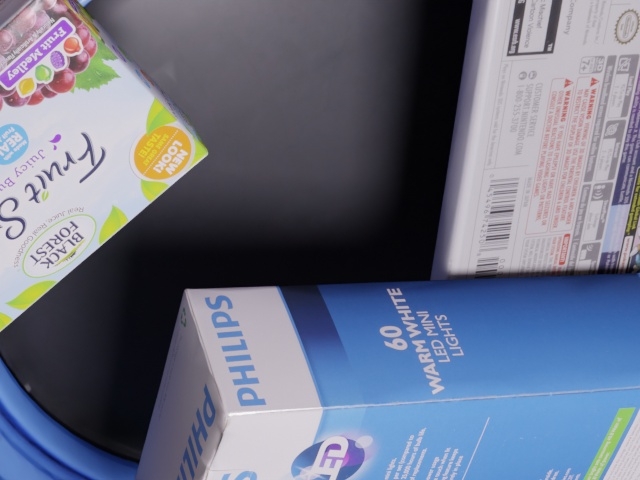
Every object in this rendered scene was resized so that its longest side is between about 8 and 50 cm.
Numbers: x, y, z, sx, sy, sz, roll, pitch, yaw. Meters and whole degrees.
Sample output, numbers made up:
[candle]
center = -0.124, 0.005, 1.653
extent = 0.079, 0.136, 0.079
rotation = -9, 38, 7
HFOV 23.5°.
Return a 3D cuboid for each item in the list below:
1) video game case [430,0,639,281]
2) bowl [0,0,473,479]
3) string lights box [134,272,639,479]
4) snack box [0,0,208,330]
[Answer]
[video game case]
center = 0.147, -0.062, 0.709
extent = 0.183, 0.023, 0.201
rotation = -5, 121, -20
[bowl]
center = 0.000, 0.000, 0.746
extent = 0.391, 0.077, 0.391
rotation = -11, 124, -17
[string lights box]
center = 0.057, 0.088, 0.713
extent = 0.259, 0.077, 0.133
rotation = -1, 134, -22
[snack box]
center = -0.130, -0.026, 0.603
extent = 0.141, 0.037, 0.100
rotation = -40, 128, 5
